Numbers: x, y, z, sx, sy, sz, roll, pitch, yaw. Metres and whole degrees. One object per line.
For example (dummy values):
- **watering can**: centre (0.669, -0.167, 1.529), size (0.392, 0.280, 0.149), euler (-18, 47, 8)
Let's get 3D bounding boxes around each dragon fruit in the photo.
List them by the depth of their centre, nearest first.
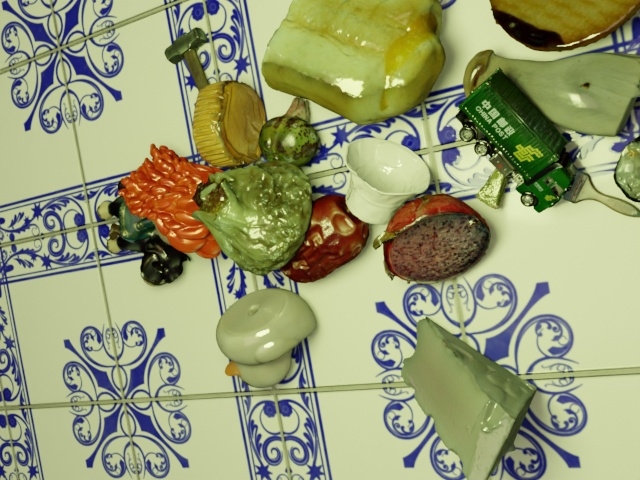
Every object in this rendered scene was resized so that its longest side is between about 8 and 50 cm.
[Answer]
- **dragon fruit**: centre (0.218, -0.028, 1.427), size (0.224, 0.218, 0.148), euler (-21, 48, 9)

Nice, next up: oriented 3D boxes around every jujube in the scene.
- **jujube**: centre (0.000, 0.000, 1.553), size (0.230, 0.155, 0.155), euler (-38, 78, 35)

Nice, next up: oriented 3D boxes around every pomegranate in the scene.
- **pomegranate**: centre (-0.072, -0.242, 1.573), size (0.138, 0.126, 0.163), euler (7, 98, 39)

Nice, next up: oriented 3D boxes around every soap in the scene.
- **soap**: centre (0.258, 0.305, 1.385), size (0.302, 0.258, 0.158), euler (29, 109, 22)

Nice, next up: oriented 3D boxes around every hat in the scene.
- **hat**: centre (0.125, -0.114, 1.473), size (0.203, 0.203, 0.126), euler (35, 133, 20)

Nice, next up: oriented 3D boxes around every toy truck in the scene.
- **toy truck**: centre (0.366, -0.179, 1.300), size (0.259, 0.088, 0.121), euler (46, 134, -4)

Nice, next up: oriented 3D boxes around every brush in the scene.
- **brush**: centre (0.522, -0.087, 1.342), size (0.196, 0.021, 0.070), euler (28, 109, 22)

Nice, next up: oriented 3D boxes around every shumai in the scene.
- **shumai**: centre (-0.154, -0.062, 1.486), size (0.189, 0.218, 0.255), euler (-2, 75, 62)

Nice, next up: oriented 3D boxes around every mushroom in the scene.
- **mushroom**: centre (0.439, -0.294, 1.325), size (0.329, 0.122, 0.159), euler (17, 67, 24)

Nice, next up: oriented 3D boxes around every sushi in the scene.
- **sushi**: centre (0.617, -0.159, 1.233), size (0.213, 0.115, 0.147), euler (-36, 82, 24)

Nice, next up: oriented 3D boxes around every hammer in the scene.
- **hammer**: centre (-0.273, -0.333, 1.715), size (0.111, 0.043, 0.365), euler (-24, 85, 27)

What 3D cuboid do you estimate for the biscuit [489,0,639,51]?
- **biscuit**: centre (0.459, -0.499, 1.283), size (0.318, 0.040, 0.317), euler (-6, 78, 33)

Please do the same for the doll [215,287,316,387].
- **doll**: centre (-0.121, 0.238, 1.631), size (0.251, 0.221, 0.221), euler (-30, 80, -1)

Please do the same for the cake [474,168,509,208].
- **cake**: centre (0.358, -0.135, 1.404), size (0.055, 0.051, 0.139), euler (25, 104, 25)

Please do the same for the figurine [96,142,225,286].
- **figurine**: centre (-0.380, -0.050, 1.712), size (0.412, 0.241, 0.306), euler (-37, 69, 35)

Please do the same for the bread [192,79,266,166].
- **bread**: centre (-0.214, -0.265, 1.608), size (0.104, 0.199, 0.199), euler (-4, 93, 32)

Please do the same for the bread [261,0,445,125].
- **bread**: centre (0.092, -0.384, 1.431), size (0.342, 0.210, 0.300), euler (22, 83, 17)
